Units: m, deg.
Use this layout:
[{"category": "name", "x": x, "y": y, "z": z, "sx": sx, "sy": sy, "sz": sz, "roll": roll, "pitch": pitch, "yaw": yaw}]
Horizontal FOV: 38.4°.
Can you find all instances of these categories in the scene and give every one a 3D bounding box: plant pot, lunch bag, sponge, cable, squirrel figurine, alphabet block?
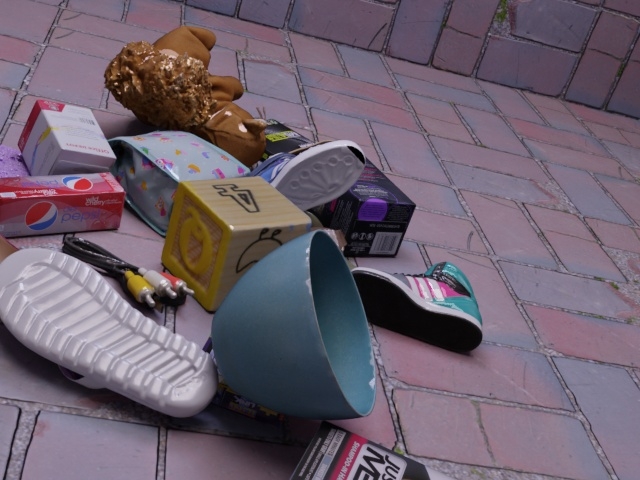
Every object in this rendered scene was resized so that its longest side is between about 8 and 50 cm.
[{"category": "plant pot", "x": -0.053, "y": 0.147, "z": 1.416, "sx": 0.195, "sy": 0.290, "sz": 0.290, "roll": -16, "pitch": 22, "yaw": 14}, {"category": "lunch bag", "x": -0.327, "y": -0.147, "z": 1.998, "sx": 0.262, "sy": 0.160, "sz": 0.223, "roll": 37, "pitch": 32, "yaw": 23}, {"category": "sponge", "x": -0.657, "y": -0.136, "z": 1.907, "sx": 0.117, "sy": 0.031, "sz": 0.210, "roll": 19, "pitch": 26, "yaw": 0}, {"category": "cable", "x": -0.350, "y": 0.048, "z": 1.703, "sx": 0.287, "sy": 0.072, "sz": 0.139, "roll": 34, "pitch": 25, "yaw": 30}, {"category": "squirrel figurine", "x": -0.310, "y": -0.315, "z": 2.212, "sx": 0.370, "sy": 0.281, "sz": 0.397, "roll": 48, "pitch": 16, "yaw": 17}, {"category": "alphabet block", "x": -0.165, "y": 0.001, "z": 1.779, "sx": 0.197, "sy": 0.192, "sz": 0.193, "roll": -9, "pitch": 35, "yaw": -41}]

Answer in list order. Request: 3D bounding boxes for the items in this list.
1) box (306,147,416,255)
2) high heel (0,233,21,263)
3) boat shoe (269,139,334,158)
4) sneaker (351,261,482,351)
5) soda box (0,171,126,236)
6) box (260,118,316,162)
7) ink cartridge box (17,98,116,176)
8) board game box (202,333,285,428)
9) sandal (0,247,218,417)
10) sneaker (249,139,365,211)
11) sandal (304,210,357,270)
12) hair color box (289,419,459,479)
[{"category": "box", "x": 0.074, "y": -0.092, "z": 2.154, "sx": 0.165, "sy": 0.143, "sz": 0.270, "roll": 3, "pitch": 29, "yaw": -31}, {"category": "high heel", "x": -0.534, "y": 0.014, "z": 1.527, "sx": 0.377, "sy": 0.181, "sz": 0.127, "roll": 14, "pitch": 27, "yaw": -8}, {"category": "boat shoe", "x": -0.059, "y": -0.196, "z": 2.332, "sx": 0.104, "sy": 0.089, "sz": 0.285, "roll": 30, "pitch": 29, "yaw": 22}, {"category": "sneaker", "x": 0.198, "y": 0.101, "z": 1.880, "sx": 0.295, "sy": 0.124, "sz": 0.178, "roll": 25, "pitch": 31, "yaw": -3}, {"category": "soda box", "x": -0.520, "y": -0.071, "z": 1.799, "sx": 0.263, "sy": 0.092, "sz": 0.083, "roll": -6, "pitch": 35, "yaw": -39}, {"category": "box", "x": -0.125, "y": -0.263, "z": 2.471, "sx": 0.184, "sy": 0.045, "sz": 0.190, "roll": 31, "pitch": 30, "yaw": 29}, {"category": "ink cartridge box", "x": -0.533, "y": -0.186, "z": 1.925, "sx": 0.128, "sy": 0.127, "sz": 0.176, "roll": 8, "pitch": 36, "yaw": -42}, {"category": "board game box", "x": -0.124, "y": 0.227, "z": 1.526, "sx": 0.170, "sy": 0.048, "sz": 0.141, "roll": 20, "pitch": 28, "yaw": 3}, {"category": "sandal", "x": -0.354, "y": 0.164, "z": 1.453, "sx": 0.416, "sy": 0.102, "sz": 0.169, "roll": 32, "pitch": 50, "yaw": 14}, {"category": "sneaker", "x": -0.041, "y": -0.164, "z": 2.057, "sx": 0.130, "sy": 0.323, "sz": 0.236, "roll": 45, "pitch": 24, "yaw": -24}, {"category": "sandal", "x": -0.002, "y": -0.001, "z": 1.995, "sx": 0.120, "sy": 0.086, "sz": 0.303, "roll": 2, "pitch": 30, "yaw": -31}, {"category": "hair color box", "x": 0.132, "y": 0.409, "z": 1.264, "sx": 0.374, "sy": 0.114, "sz": 0.185, "roll": 23, "pitch": 27, "yaw": 8}]
